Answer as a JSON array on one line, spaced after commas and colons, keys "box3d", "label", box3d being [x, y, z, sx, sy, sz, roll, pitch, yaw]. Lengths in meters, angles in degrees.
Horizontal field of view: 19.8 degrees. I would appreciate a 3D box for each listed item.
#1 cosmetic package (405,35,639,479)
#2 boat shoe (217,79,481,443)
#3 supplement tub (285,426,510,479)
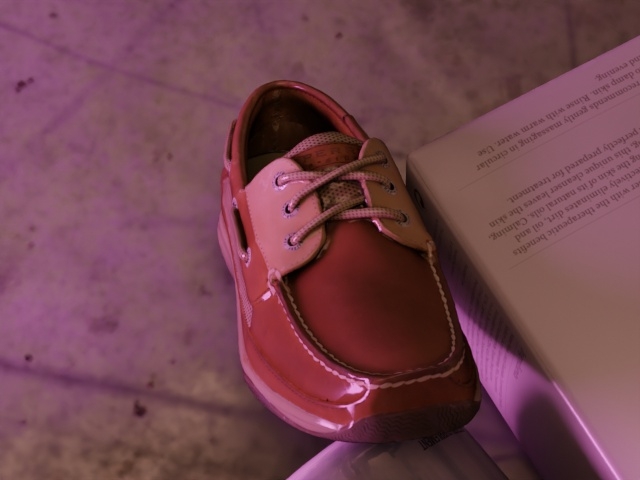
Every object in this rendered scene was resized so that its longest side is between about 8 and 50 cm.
[{"box3d": [0.217, 0.080, 1.044, 0.197, 0.155, 0.365, -26, 67, -10], "label": "cosmetic package"}, {"box3d": [0.000, 0.000, 1.040, 0.123, 0.120, 0.324, -10, 26, -13], "label": "boat shoe"}, {"box3d": [0.089, 0.272, 0.985, 0.207, 0.207, 0.338, -37, 75, -14], "label": "supplement tub"}]
